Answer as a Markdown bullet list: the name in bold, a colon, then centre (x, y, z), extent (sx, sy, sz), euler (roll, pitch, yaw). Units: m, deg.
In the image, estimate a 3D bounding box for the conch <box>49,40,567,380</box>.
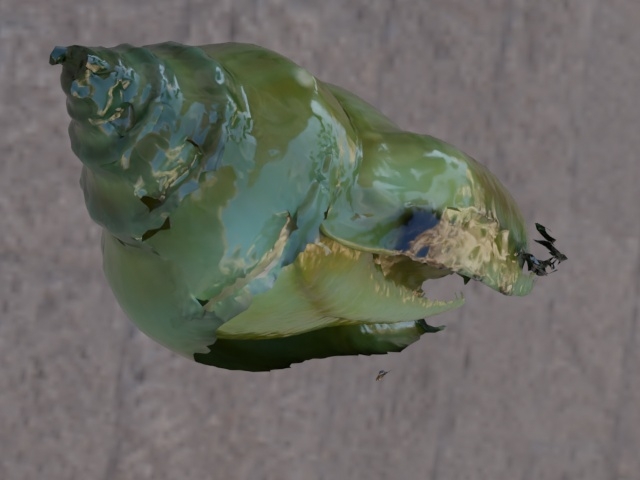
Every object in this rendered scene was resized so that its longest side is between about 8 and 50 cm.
- **conch**: centre (-0.002, -0.004, 0.479), extent (0.201, 0.095, 0.079), euler (13, 75, -45)
